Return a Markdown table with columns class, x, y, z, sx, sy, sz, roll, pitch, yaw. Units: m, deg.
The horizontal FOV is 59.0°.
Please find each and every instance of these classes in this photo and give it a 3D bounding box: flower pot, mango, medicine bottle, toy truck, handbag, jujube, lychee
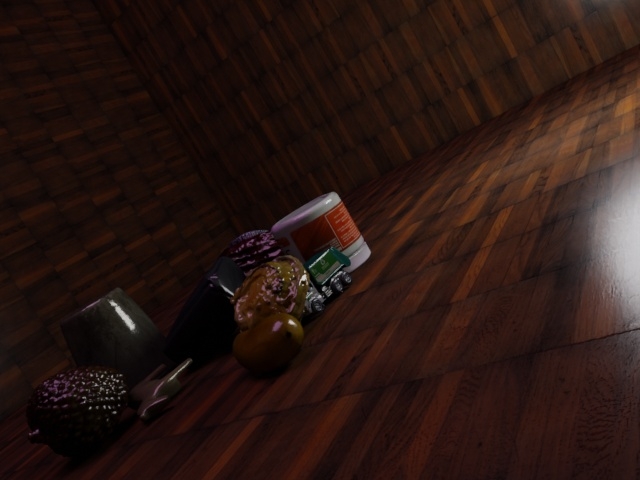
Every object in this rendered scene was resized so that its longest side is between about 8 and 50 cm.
| class | x | y | z | sx | sy | sz | roll | pitch | yaw |
| --- | --- | --- | --- | --- | --- | --- | --- | --- | --- |
| flower pot | -0.668 | 0.343 | 1.862 | 0.293 | 0.330 | 0.293 | -29 | 7 | 4 |
| mango | -0.126 | 0.238 | 1.302 | 0.227 | 0.099 | 0.136 | -20 | 44 | 43 |
| medicine bottle | 0.000 | 0.000 | 1.835 | 0.252 | 0.241 | 0.252 | -31 | 8 | 4 |
| toy truck | -0.008 | 0.119 | 1.591 | 0.114 | 0.124 | 0.253 | -27 | 7 | 43 |
| handbag | -0.333 | 0.224 | 1.765 | 0.302 | 0.177 | 0.275 | -54 | 7 | 15 |
| jujube | -0.224 | 0.089 | 2.136 | 0.376 | 0.259 | 0.258 | -13 | 15 | 23 |
| lychee | -0.639 | 0.446 | 1.502 | 0.271 | 0.236 | 0.236 | -36 | 10 | -32 |

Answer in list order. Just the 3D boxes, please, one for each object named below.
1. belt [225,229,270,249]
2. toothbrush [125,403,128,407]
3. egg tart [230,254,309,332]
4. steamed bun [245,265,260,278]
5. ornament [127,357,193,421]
| class | x | y | z | sx | sy | sz | roll | pitch | yaw |
| --- | --- | --- | --- | --- | --- | --- | --- | --- | --- |
| belt | -0.279 | 0.066 | 2.433 | 0.260 | 0.122 | 0.325 | -25 | -25 | -3 |
| toothbrush | -0.597 | 0.504 | 1.728 | 0.194 | 0.017 | 0.014 | -27 | 14 | 6 |
| egg tart | -0.147 | 0.162 | 1.461 | 0.290 | 0.107 | 0.291 | -34 | 40 | 35 |
| steamed bun | -0.193 | 0.156 | 1.891 | 0.238 | 0.153 | 0.170 | -35 | 10 | -12 |
| ornament | -0.450 | 0.419 | 1.562 | 0.230 | 0.061 | 0.245 | -21 | 15 | 37 |
